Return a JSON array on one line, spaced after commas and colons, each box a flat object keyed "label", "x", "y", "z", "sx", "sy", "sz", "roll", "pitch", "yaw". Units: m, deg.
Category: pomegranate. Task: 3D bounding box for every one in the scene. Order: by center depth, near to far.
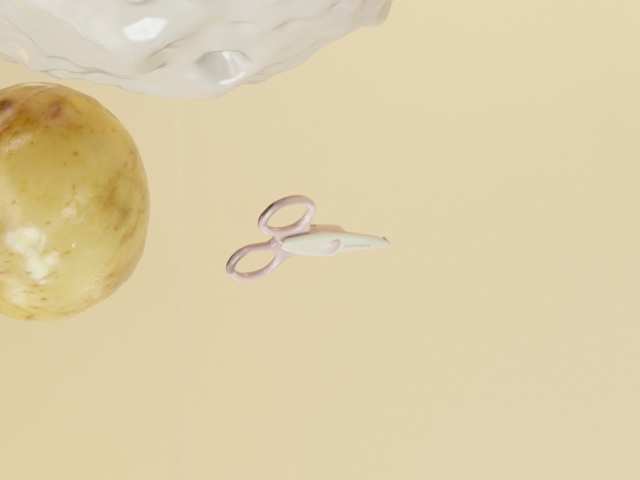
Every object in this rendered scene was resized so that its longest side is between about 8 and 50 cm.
[{"label": "pomegranate", "x": -0.263, "y": -0.030, "z": 0.986, "sx": 0.215, "sy": 0.215, "sz": 0.215, "roll": -24, "pitch": -132, "yaw": 29}]

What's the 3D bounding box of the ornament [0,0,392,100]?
[{"label": "ornament", "x": -0.081, "y": -0.233, "z": 0.519, "sx": 0.337, "sy": 0.337, "sz": 0.337, "roll": -24, "pitch": -132, "yaw": 29}]

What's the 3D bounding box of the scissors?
[{"label": "scissors", "x": 0.000, "y": 0.000, "z": 0.861, "sx": 0.022, "sy": 0.176, "sz": 0.085, "roll": 49, "pitch": -63, "yaw": 28}]
